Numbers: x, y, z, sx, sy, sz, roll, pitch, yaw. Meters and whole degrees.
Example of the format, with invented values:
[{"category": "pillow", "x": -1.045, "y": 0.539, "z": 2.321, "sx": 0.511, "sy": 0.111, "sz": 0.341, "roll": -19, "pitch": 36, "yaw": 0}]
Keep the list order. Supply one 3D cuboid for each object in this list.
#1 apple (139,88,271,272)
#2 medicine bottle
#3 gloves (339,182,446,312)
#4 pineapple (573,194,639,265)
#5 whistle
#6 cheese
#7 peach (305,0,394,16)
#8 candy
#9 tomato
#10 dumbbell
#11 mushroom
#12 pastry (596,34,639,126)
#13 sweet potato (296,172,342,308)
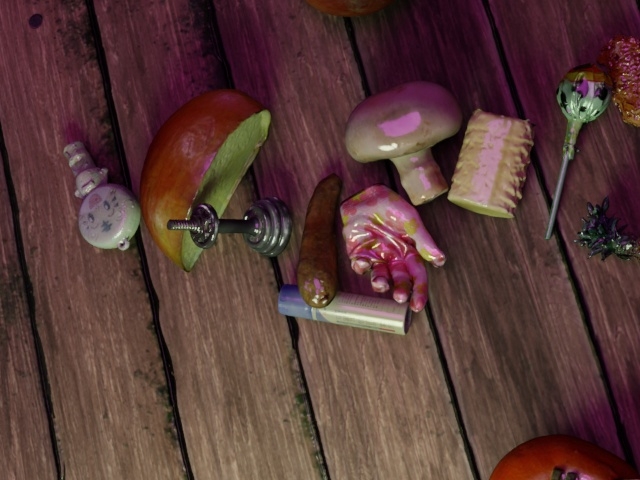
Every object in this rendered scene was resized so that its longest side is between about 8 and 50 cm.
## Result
[{"category": "apple", "x": -0.228, "y": -0.129, "z": 1.889, "sx": 0.179, "sy": 0.254, "sz": 0.346, "roll": 30, "pitch": 88, "yaw": -21}, {"category": "medicine bottle", "x": 0.042, "y": 0.119, "z": 1.795, "sx": 0.231, "sy": 0.059, "sz": 0.059, "roll": 8, "pitch": 81, "yaw": 18}, {"category": "gloves", "x": 0.122, "y": 0.021, "z": 1.762, "sx": 0.145, "sy": 0.126, "sz": 0.241, "roll": -20, "pitch": 71, "yaw": -8}, {"category": "pineapple", "x": 0.526, "y": 0.005, "z": 1.660, "sx": 0.221, "sy": 0.103, "sz": 0.083, "roll": 19, "pitch": 51, "yaw": 20}, {"category": "whistle", "x": -0.424, "y": -0.083, "z": 1.970, "sx": 0.126, "sy": 0.067, "sz": 0.258, "roll": -38, "pitch": 67, "yaw": 12}, {"category": "cheese", "x": 0.294, "y": -0.130, "z": 1.756, "sx": 0.123, "sy": 0.094, "sz": 0.167, "roll": 14, "pitch": 87, "yaw": 8}, {"category": "peach", "x": 0.057, "y": -0.524, "z": 1.833, "sx": 0.252, "sy": 0.252, "sz": 0.252, "roll": -3, "pitch": 78, "yaw": 16}, {"category": "candy", "x": 0.424, "y": -0.148, "z": 1.737, "sx": 0.091, "sy": 0.083, "sz": 0.305, "roll": 13, "pitch": 90, "yaw": 49}, {"category": "tomato", "x": 0.372, "y": 0.422, "z": 1.552, "sx": 0.256, "sy": 0.224, "sz": 0.256, "roll": -4, "pitch": 74, "yaw": 14}, {"category": "dumbbell", "x": -0.156, "y": -0.024, "z": 1.797, "sx": 0.110, "sy": 0.254, "sz": 0.110, "roll": 1, "pitch": 91, "yaw": 49}, {"category": "mushroom", "x": 0.158, "y": -0.181, "z": 1.760, "sx": 0.209, "sy": 0.206, "sz": 0.206, "roll": 41, "pitch": 93, "yaw": -14}, {"category": "pastry", "x": 0.526, "y": -0.278, "z": 1.732, "sx": 0.087, "sy": 0.063, "sz": 0.169, "roll": -21, "pitch": 75, "yaw": 14}, {"category": "sweet potato", "x": 0.000, "y": 0.000, "z": 1.805, "sx": 0.075, "sy": 0.075, "sz": 0.273, "roll": -5, "pitch": 56, "yaw": 15}]
